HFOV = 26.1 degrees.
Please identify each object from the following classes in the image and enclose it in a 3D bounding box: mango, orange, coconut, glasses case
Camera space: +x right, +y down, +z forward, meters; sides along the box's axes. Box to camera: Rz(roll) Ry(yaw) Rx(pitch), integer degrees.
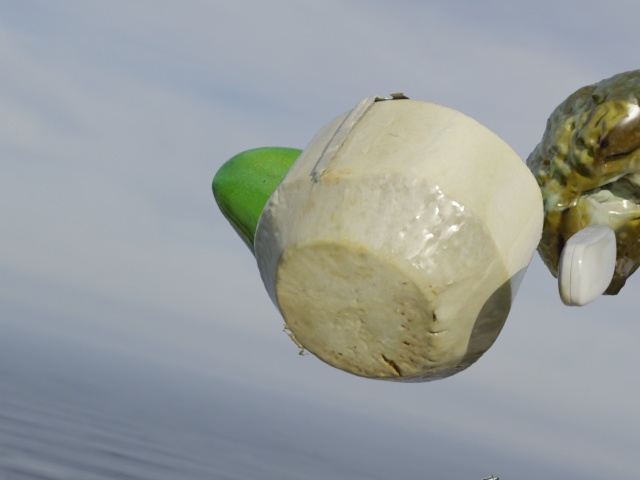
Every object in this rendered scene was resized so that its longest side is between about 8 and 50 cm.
[{"bbox_3d":[0.000,0.000,2.121,0.382,0.225,0.201,35,31,0],"label":"mango"},{"bbox_3d":[0.427,-0.112,2.078,0.271,0.369,0.210,-2,38,-41],"label":"orange"},{"bbox_3d":[0.093,-0.003,1.543,0.323,0.323,0.323,15,-5,1],"label":"coconut"},{"bbox_3d":[0.265,0.024,1.370,0.041,0.063,0.164,6,12,21],"label":"glasses case"}]

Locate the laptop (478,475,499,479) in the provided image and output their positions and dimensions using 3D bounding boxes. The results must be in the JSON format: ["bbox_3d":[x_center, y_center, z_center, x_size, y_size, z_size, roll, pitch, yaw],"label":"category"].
[{"bbox_3d":[0.076,0.273,1.363,0.180,0.016,0.129,-11,-16,-30],"label":"laptop"}]
